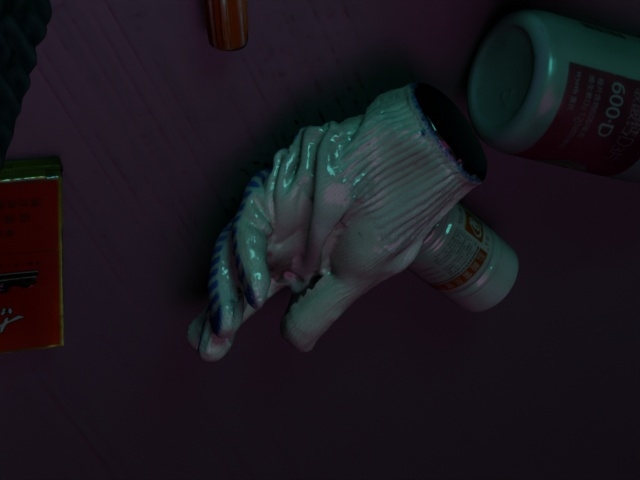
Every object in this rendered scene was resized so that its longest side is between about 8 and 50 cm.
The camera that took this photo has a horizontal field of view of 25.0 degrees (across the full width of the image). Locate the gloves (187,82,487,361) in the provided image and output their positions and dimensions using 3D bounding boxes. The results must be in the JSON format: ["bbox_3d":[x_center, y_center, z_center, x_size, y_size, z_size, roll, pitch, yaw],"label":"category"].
[{"bbox_3d":[0.002,-0.005,0.904,0.229,0.097,0.119,-42,115,10],"label":"gloves"}]

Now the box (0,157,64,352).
[{"bbox_3d":[-0.203,0.013,0.887,0.090,0.023,0.133,-3,125,-16],"label":"box"}]

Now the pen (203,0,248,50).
[{"bbox_3d":[-0.059,-0.210,0.773,0.028,0.028,0.239,-13,128,-12],"label":"pen"}]

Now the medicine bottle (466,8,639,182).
[{"bbox_3d":[0.204,-0.082,0.926,0.216,0.090,0.090,11,120,-27],"label":"medicine bottle"}]

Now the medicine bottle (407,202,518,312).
[{"bbox_3d":[0.086,0.005,0.968,0.057,0.057,0.089,-43,128,13],"label":"medicine bottle"}]

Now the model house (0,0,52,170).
[{"bbox_3d":[-0.297,-0.152,0.603,0.339,0.297,0.360,-51,137,-28],"label":"model house"}]
